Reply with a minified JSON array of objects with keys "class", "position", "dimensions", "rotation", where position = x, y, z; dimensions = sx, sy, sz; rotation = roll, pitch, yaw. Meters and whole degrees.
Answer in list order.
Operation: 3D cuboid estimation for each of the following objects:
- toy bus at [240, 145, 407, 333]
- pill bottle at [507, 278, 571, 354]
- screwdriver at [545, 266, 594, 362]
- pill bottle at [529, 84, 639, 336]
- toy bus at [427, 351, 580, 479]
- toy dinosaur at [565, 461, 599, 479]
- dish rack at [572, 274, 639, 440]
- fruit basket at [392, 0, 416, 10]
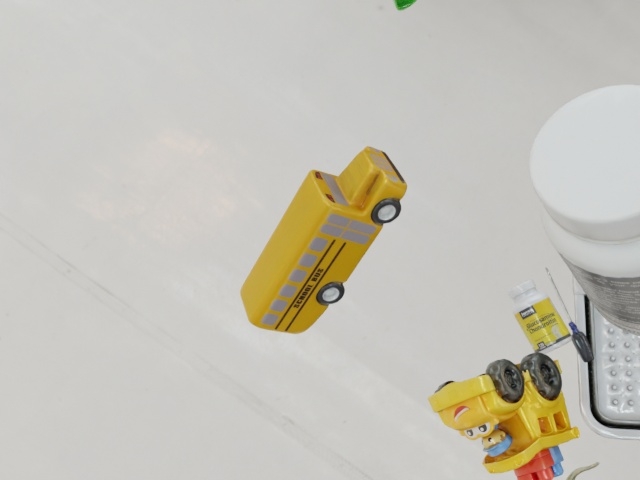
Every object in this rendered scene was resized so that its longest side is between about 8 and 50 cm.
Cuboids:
[{"class":"toy bus","position":[0.000,0.000,1.130],"dimensions":[0.130,0.332,0.108],"rotation":[15,32,-30]},{"class":"pill bottle","position":[0.564,0.199,1.800],"dimensions":[0.103,0.103,0.184],"rotation":[-21,74,-21]},{"class":"screwdriver","position":[0.409,0.124,1.154],"dimensions":[0.025,0.024,0.170],"rotation":[-27,81,-4]},{"class":"pill bottle","position":[0.399,-0.022,0.871],"dimensions":[0.204,0.361,0.204],"rotation":[-16,58,28]},{"class":"toy bus","position":[0.304,0.303,1.104],"dimensions":[0.220,0.149,0.211],"rotation":[2,64,-40]},{"class":"toy dinosaur","position":[0.559,0.624,1.647],"dimensions":[0.118,0.268,0.064],"rotation":[-1,32,-28]},{"class":"dish rack","position":[0.583,0.169,1.175],"dimensions":[0.286,0.072,0.332],"rotation":[-2,75,17]},{"class":"fruit basket","position":[0.250,-0.619,1.371],"dimensions":[0.283,0.392,0.392],"rotation":[-40,79,3]}]
